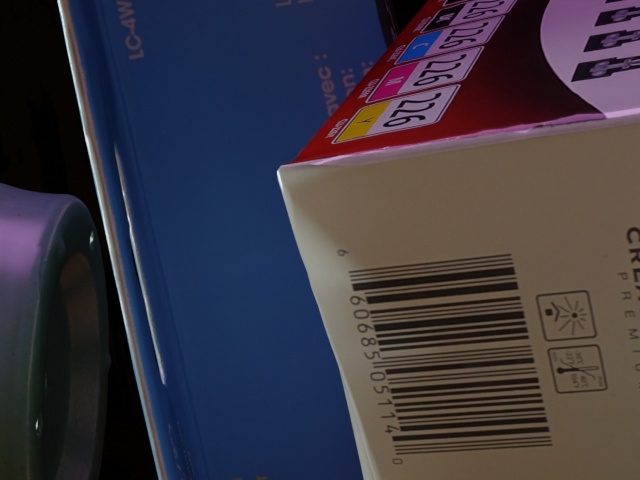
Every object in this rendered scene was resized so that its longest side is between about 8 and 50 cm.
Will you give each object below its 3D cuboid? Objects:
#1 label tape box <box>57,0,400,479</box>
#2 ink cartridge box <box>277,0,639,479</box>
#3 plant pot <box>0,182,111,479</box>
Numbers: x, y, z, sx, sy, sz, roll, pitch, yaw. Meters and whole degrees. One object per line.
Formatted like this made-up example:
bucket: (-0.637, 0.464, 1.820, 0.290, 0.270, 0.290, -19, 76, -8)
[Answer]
label tape box: (0.000, 0.000, 0.605, 0.115, 0.249, 0.347, -13, -2, 4)
ink cartridge box: (0.170, -0.041, 0.479, 0.271, 0.130, 0.309, -7, 22, 21)
plant pot: (-0.239, 0.063, 0.679, 0.255, 0.272, 0.271, 1, -2, 2)
